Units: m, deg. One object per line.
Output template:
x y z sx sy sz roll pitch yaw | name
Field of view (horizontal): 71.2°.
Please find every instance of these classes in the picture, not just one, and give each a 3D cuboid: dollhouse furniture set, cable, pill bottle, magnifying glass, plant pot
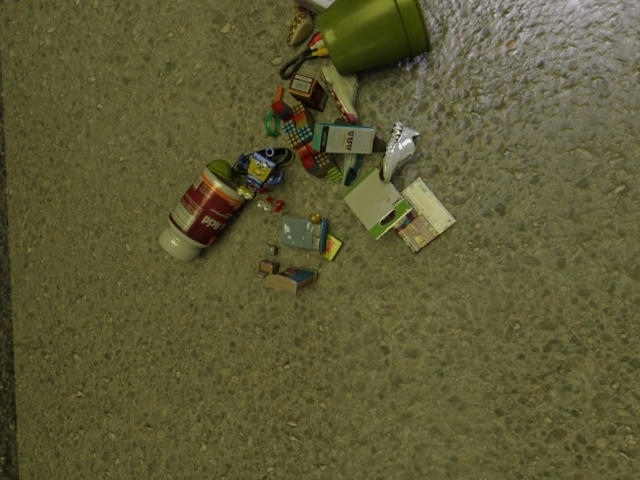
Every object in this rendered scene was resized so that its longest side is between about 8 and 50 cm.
-0.145 0.023 1.816 0.286 0.198 0.304 11 102 22 | dollhouse furniture set
-0.068 -0.814 1.926 0.286 0.072 0.140 -21 77 16 | cable
-0.522 -0.110 1.964 0.224 0.224 0.392 42 100 14 | pill bottle
-0.196 -0.566 1.958 0.026 0.092 0.231 6 79 20 | magnifying glass
0.184 -0.809 1.689 0.352 0.366 0.367 -23 82 14 | plant pot

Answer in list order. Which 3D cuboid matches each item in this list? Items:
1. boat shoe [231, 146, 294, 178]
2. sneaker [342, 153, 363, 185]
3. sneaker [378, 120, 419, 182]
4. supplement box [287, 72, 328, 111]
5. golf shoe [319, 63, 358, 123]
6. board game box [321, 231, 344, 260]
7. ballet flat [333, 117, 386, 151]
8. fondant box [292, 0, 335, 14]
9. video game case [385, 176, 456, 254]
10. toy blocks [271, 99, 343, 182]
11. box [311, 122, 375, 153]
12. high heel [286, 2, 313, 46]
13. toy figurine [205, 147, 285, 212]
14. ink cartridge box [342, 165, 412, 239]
-0.266 -0.347 1.955 0.300 0.102 0.108 -9 86 17 | boat shoe
0.123 -0.322 1.861 0.082 0.071 0.191 24 99 43 | sneaker
0.305 -0.338 1.729 0.118 0.110 0.292 21 62 3 | sneaker
-0.049 -0.611 1.851 0.104 0.188 0.081 22 94 17 | supplement box
0.105 -0.619 1.826 0.140 0.115 0.307 -24 67 4 | golf shoe
0.000 0.000 1.891 0.181 0.043 0.092 34 98 16 | board game box
0.168 -0.444 1.847 0.249 0.058 0.084 29 140 17 | ballet flat
0.038 -1.100 1.821 0.238 0.096 0.331 14 92 -28 | fondant box
0.384 -0.096 1.775 0.210 0.042 0.232 -40 77 12 | video game case
-0.062 -0.417 1.811 0.190 0.261 0.382 -28 81 14 | toy blocks
0.090 -0.391 1.720 0.060 0.244 0.101 39 126 52 | box
-0.111 -0.980 1.942 0.186 0.093 0.261 38 96 21 | high heel
-0.265 -0.304 1.856 0.362 0.191 0.217 33 111 4 | toy figurine
0.231 -0.135 1.754 0.188 0.097 0.255 -42 57 12 | ink cartridge box
